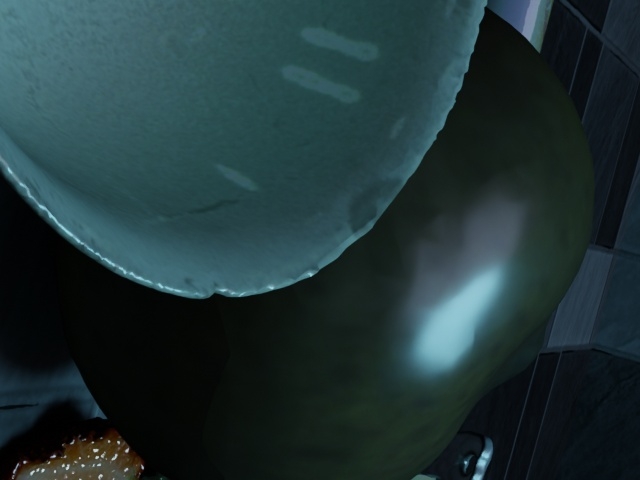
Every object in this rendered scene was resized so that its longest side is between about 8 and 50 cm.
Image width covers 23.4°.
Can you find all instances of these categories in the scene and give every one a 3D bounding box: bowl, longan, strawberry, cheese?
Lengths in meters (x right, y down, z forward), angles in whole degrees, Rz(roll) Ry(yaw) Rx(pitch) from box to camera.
[{"bbox_3d":[-0.102,-0.197,0.724,0.435,0.196,0.435,-9,101,-54],"label":"bowl"},{"bbox_3d":[0.000,0.000,0.994,0.361,0.361,0.361,16,90,-70],"label":"longan"},{"bbox_3d":[-0.176,0.168,1.082,0.152,0.048,0.104,26,87,-56],"label":"strawberry"},{"bbox_3d":[0.081,0.192,1.487,0.163,0.082,0.286,-67,-157,-4],"label":"cheese"}]

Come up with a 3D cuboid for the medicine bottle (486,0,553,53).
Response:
[{"bbox_3d":[0.168,-0.113,1.698,0.108,0.108,0.426,-15,121,-67],"label":"medicine bottle"}]

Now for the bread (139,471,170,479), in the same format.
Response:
[{"bbox_3d":[-0.124,0.249,1.234,0.232,0.064,0.172,-65,151,-12],"label":"bread"}]
